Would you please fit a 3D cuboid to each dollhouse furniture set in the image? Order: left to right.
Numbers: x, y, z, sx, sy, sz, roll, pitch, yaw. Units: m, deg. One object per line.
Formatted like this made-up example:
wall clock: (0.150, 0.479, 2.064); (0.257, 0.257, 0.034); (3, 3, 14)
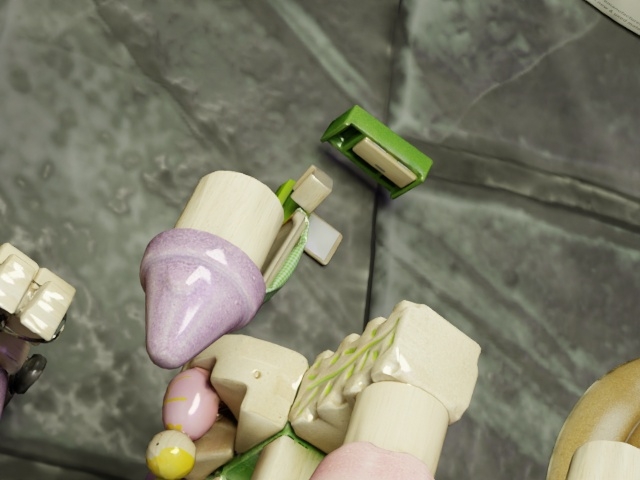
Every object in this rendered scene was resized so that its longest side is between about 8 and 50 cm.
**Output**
dollhouse furniture set: (0.000, 0.000, 1.022); (0.058, 0.076, 0.151); (38, 59, -12)

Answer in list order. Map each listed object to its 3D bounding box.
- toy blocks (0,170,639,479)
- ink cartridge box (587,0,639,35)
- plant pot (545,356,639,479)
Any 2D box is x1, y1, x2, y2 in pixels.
toy blocks: (-0.060, 0.170, 0.800); (0.309, 0.288, 0.260); (37, 49, -16)
ink cartridge box: (0.269, -0.242, 1.161); (0.092, 0.218, 0.158); (30, 62, -17)
plant pot: (0.245, 0.181, 1.123); (0.236, 0.032, 0.236); (9, 69, -26)
